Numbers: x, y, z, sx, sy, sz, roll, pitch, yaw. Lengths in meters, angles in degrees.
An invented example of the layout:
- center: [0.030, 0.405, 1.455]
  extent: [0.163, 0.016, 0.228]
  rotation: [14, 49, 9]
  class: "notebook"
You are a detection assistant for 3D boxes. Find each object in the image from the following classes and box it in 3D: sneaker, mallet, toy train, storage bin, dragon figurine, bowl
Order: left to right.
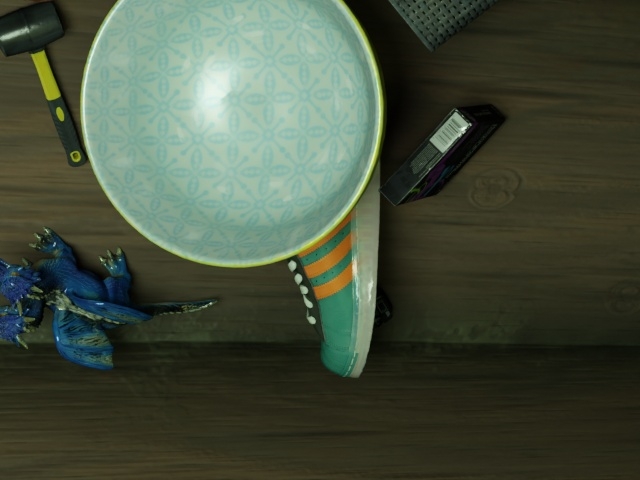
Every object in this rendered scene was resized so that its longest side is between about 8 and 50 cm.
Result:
- center: [-0.264, -0.140, 1.524]
  extent: [0.062, 0.039, 0.189]
  rotation: [-15, 134, -12]
  class: "mallet"
- center: [-0.229, 0.073, 1.627]
  extent: [0.289, 0.144, 0.085]
  rotation: [25, 114, -35]
  class: "dragon figurine"
- center: [-0.063, -0.123, 1.513]
  extent: [0.289, 0.289, 0.156]
  rotation: [-44, 172, 14]
  class: "bowl"
- center: [0.000, 0.000, 1.680]
  extent: [0.121, 0.108, 0.302]
  rotation: [1, 109, 0]
  class: "sneaker"
- center: [0.044, 0.040, 1.788]
  extent: [0.036, 0.027, 0.158]
  rotation: [-32, 131, 0]
  class: "toy train"
- center: [0.075, -0.277, 1.491]
  extent: [0.084, 0.122, 0.180]
  rotation: [-38, 130, 10]
  class: "storage bin"

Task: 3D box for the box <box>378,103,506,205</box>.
- center: [0.128, -0.089, 1.656]
  extent: [0.116, 0.029, 0.162]
  rotation: [-48, 172, 18]
  class: "box"
